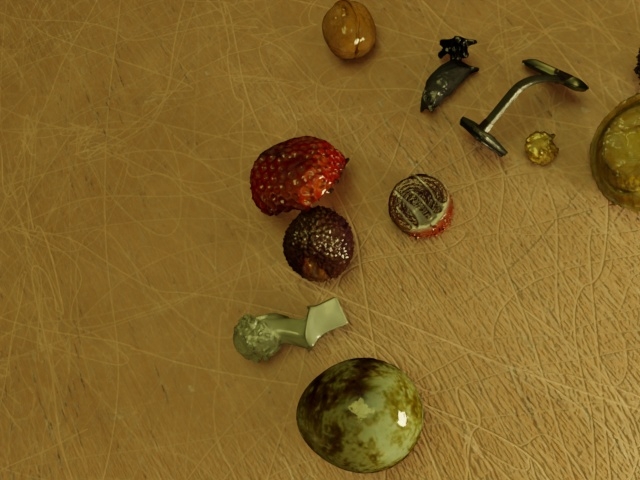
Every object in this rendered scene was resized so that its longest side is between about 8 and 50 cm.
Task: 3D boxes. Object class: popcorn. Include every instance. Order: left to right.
[{"bbox_3d":[0.526,-0.223,1.526,0.083,0.057,0.082,-42,58,4],"label":"popcorn"}]

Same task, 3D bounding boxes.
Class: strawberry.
[{"bbox_3d":[-0.078,-0.165,1.580,0.253,0.280,0.150,-26,108,22],"label":"strawberry"}]

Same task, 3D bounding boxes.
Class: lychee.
[{"bbox_3d":[0.000,0.000,1.548,0.188,0.188,0.188,-6,70,16],"label":"lychee"}]

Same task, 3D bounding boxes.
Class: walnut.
[{"bbox_3d":[0.078,-0.575,1.748,0.144,0.144,0.180,-29,62,7],"label":"walnut"}]

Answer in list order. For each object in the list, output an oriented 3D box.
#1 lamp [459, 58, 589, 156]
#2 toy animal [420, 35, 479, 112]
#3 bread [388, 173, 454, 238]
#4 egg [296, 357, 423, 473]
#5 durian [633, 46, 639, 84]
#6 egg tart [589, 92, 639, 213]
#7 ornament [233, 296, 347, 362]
[{"bbox_3d":[0.462,-0.346,1.550,0.283,0.124,0.203,-40,34,7],"label":"lamp"},{"bbox_3d":[0.332,-0.415,1.655,0.117,0.121,0.210,21,97,-21],"label":"toy animal"},{"bbox_3d":[0.245,-0.083,1.558,0.160,0.073,0.161,-5,70,15],"label":"bread"},{"bbox_3d":[0.079,0.370,1.371,0.289,0.238,0.238,-10,67,41],"label":"egg"},{"bbox_3d":[0.805,-0.405,1.419,0.196,0.196,0.167,-16,62,12],"label":"durian"},{"bbox_3d":[0.705,-0.201,1.372,0.290,0.115,0.290,-18,64,41],"label":"egg tart"},{"bbox_3d":[-0.072,0.215,1.528,0.285,0.130,0.121,-14,81,13],"label":"ornament"}]
